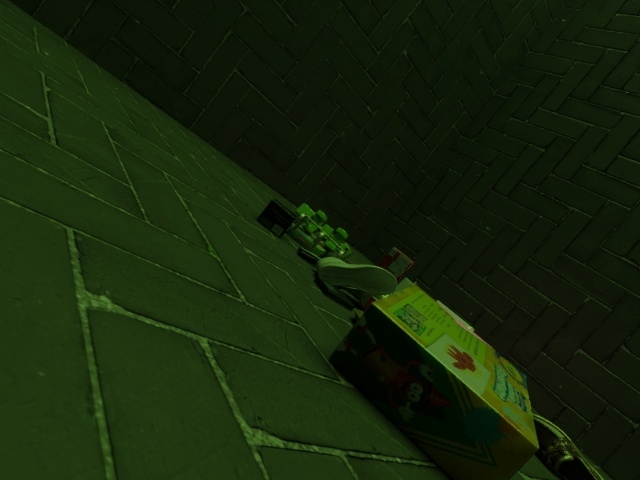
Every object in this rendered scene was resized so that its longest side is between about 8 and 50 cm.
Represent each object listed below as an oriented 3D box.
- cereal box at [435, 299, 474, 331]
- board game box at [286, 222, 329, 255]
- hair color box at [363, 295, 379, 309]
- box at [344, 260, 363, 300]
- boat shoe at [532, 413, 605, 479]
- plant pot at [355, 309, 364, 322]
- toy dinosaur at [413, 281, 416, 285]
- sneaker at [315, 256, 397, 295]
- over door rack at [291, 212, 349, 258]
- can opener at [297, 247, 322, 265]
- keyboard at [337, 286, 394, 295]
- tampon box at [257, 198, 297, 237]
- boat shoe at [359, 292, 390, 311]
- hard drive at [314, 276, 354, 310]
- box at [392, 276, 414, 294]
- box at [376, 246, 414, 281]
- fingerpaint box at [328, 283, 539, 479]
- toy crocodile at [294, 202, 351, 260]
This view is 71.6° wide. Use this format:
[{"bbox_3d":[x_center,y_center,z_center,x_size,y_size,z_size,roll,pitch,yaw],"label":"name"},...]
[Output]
[{"bbox_3d":[0.370,0.313,1.495,0.173,0.240,0.048,41,-34,41],"label":"cereal box"},{"bbox_3d":[-0.055,0.001,2.117,0.213,0.046,0.317,39,5,10],"label":"board game box"},{"bbox_3d":[0.225,0.261,1.451,0.093,0.053,0.167,34,6,-43],"label":"hair color box"},{"bbox_3d":[0.216,0.226,1.890,0.307,0.077,0.242,38,6,-8],"label":"box"},{"bbox_3d":[0.824,0.739,1.512,0.342,0.123,0.123,50,9,34],"label":"boat shoe"},{"bbox_3d":[0.191,0.300,1.350,0.236,0.032,0.236,38,6,-5],"label":"plant pot"},{"bbox_3d":[0.281,0.265,1.348,0.118,0.063,0.269,-1,82,-57],"label":"toy dinosaur"},{"bbox_3d":[0.125,0.119,1.629,0.292,0.108,0.169,12,8,-11],"label":"sneaker"},{"bbox_3d":[0.000,0.000,1.893,0.239,0.108,0.324,45,5,4],"label":"over door rack"},{"bbox_3d":[-0.009,0.080,1.720,0.186,0.073,0.059,29,15,-9],"label":"can opener"},{"bbox_3d":[0.182,0.194,1.692,0.255,0.014,0.072,11,-8,-31],"label":"keyboard"},{"bbox_3d":[-0.172,-0.092,1.794,0.120,0.101,0.161,39,5,-3],"label":"tampon box"},{"bbox_3d":[0.270,0.285,1.659,0.304,0.109,0.091,29,-18,-7],"label":"boat shoe"},{"bbox_3d":[0.047,0.175,1.465,0.135,0.022,0.094,35,6,-34],"label":"hard drive"},{"bbox_3d":[0.383,0.252,1.795,0.170,0.091,0.130,44,-4,29],"label":"box"},{"bbox_3d":[0.333,0.169,2.189,0.128,0.257,0.122,40,8,15],"label":"box"},{"bbox_3d":[0.268,0.293,1.001,0.371,0.163,0.444,40,14,17],"label":"fingerpaint box"},{"bbox_3d":[0.017,-0.041,2.113,0.340,0.115,0.105,41,-13,3],"label":"toy crocodile"}]
